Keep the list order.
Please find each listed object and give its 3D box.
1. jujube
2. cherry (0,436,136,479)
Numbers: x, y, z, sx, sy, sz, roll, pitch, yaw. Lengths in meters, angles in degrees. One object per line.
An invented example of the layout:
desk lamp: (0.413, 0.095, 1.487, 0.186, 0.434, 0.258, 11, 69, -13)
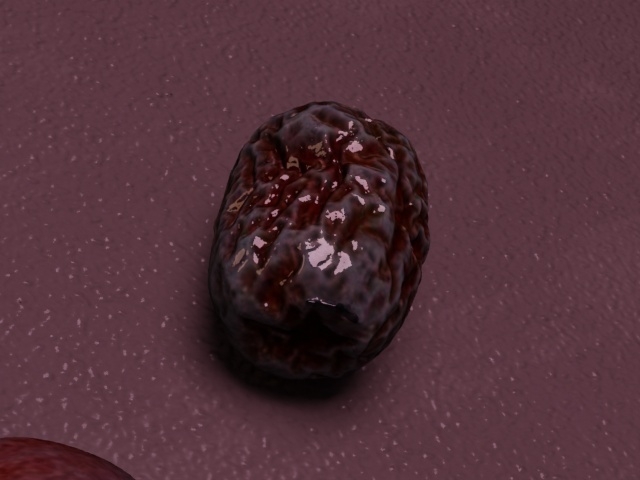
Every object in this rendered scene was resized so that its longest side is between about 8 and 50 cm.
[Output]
jujube: (0.000, 0.000, 1.853, 0.226, 0.226, 0.317, 16, 38, -7)
cherry: (-0.221, 0.273, 1.464, 0.236, 0.213, 0.285, 48, 4, -39)
